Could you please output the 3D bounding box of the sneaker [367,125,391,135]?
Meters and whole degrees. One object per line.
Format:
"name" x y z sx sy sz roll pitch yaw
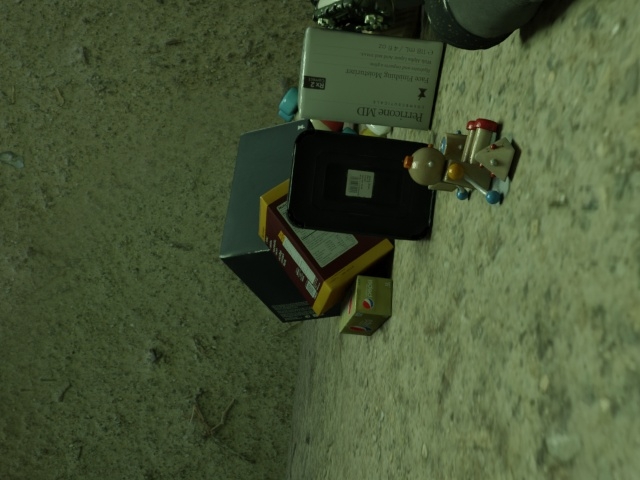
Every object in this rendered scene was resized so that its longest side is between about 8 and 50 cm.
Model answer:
"sneaker" 0.094 -0.265 1.109 0.061 0.054 0.152 38 -144 -88

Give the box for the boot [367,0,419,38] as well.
"boot" 0.126 -0.364 1.090 0.207 0.090 0.248 76 -167 -61

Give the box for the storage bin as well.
"storage bin" 0.049 -0.068 0.785 0.084 0.180 0.122 -168 84 -85

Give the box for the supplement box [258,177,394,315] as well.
"supplement box" 0.000 0.000 1.063 0.194 0.129 0.191 53 164 12

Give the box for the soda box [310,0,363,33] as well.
"soda box" 0.025 -0.396 1.067 0.169 0.053 0.060 56 -166 -24

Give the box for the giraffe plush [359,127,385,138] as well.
"giraffe plush" 0.033 -0.137 1.176 0.210 0.171 0.181 -96 14 -71

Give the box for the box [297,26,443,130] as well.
"box" 0.061 -0.234 0.877 0.182 0.181 0.119 -97 13 -71

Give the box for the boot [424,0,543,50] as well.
"boot" 0.152 -0.315 0.413 0.223 0.118 0.338 -154 59 -82

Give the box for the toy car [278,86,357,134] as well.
"toy car" 0.038 -0.389 1.695 0.238 0.219 0.210 -55 5 0

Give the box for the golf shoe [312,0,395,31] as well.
"golf shoe" 0.044 -0.349 0.839 0.273 0.105 0.120 -99 14 -70

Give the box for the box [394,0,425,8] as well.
"box" 0.104 -0.524 0.838 0.232 0.059 0.321 28 -124 -76

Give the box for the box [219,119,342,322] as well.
"box" -0.058 -0.038 1.394 0.312 0.179 0.343 57 -150 -50

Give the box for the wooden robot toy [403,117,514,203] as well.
"wooden robot toy" 0.117 -0.078 0.579 0.173 0.079 0.076 -125 42 -83

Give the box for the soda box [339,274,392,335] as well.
"soda box" 0.073 0.113 1.027 0.181 0.058 0.061 110 166 -70
